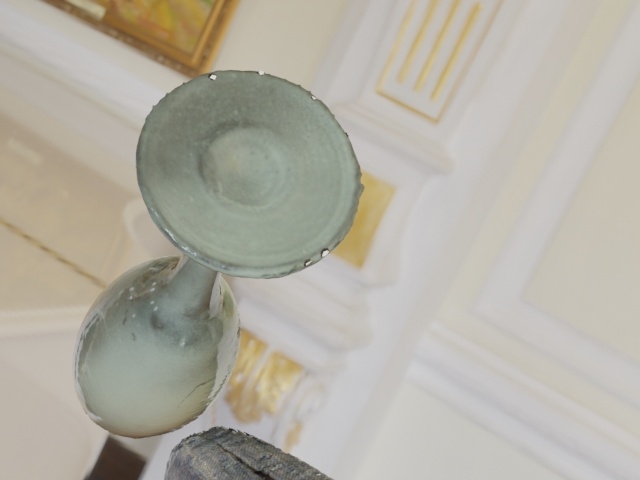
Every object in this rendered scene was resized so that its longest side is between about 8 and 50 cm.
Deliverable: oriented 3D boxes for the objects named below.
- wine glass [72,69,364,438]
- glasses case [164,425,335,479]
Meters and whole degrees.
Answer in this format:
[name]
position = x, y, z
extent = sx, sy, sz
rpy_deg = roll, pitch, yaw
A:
[wine glass]
position = 0.000, 0.000, 0.696
extent = 0.264, 0.309, 0.096
rpy_deg = -22, 75, -24
[glasses case]
position = 0.018, 0.168, 0.540
extent = 0.067, 0.109, 0.282
rpy_deg = -26, 30, -32
